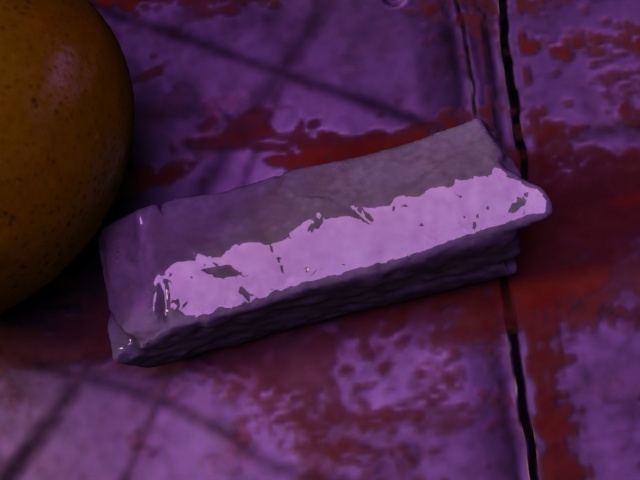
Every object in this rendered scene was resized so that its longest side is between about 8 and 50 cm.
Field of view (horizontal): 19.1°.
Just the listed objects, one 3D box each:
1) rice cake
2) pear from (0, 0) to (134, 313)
[{"bbox_3d":[-0.001,0.000,0.865,0.206,0.063,0.069,-17,66,3],"label":"rice cake"},{"bbox_3d":[-0.179,-0.048,0.851,0.198,0.198,0.198,-3,74,9],"label":"pear"}]
